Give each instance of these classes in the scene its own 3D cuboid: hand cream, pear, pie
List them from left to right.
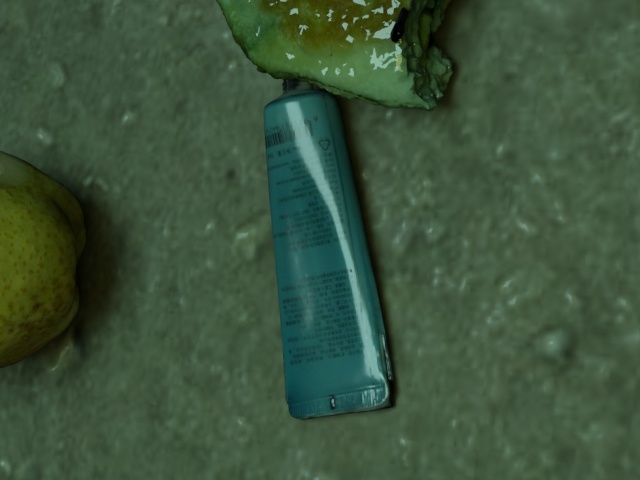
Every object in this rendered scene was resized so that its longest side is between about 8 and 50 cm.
[{"bbox_3d":[-0.249,0.013,1.046,0.178,0.178,0.178,-7,77,34],"label":"pear"},{"bbox_3d":[0.000,0.000,0.947,0.083,0.048,0.224,-12,81,34],"label":"hand cream"},{"bbox_3d":[0.045,-0.229,0.933,0.302,0.067,0.302,-8,74,30],"label":"pie"}]
